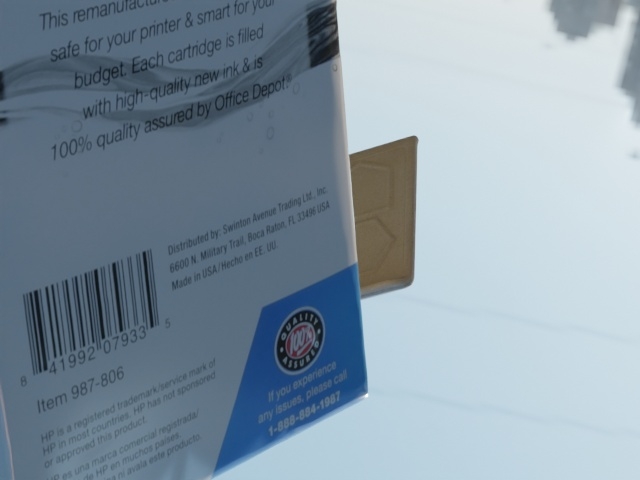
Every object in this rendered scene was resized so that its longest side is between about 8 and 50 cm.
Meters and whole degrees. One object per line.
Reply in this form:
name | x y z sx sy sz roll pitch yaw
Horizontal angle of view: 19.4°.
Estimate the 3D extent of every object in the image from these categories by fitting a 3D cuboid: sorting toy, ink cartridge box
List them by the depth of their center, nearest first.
ink cartridge box | -0.132 -0.067 0.996 0.166 0.395 0.285 9 -160 39
sorting toy | 0.000 0.000 1.690 0.193 0.038 0.208 -16 -141 20
